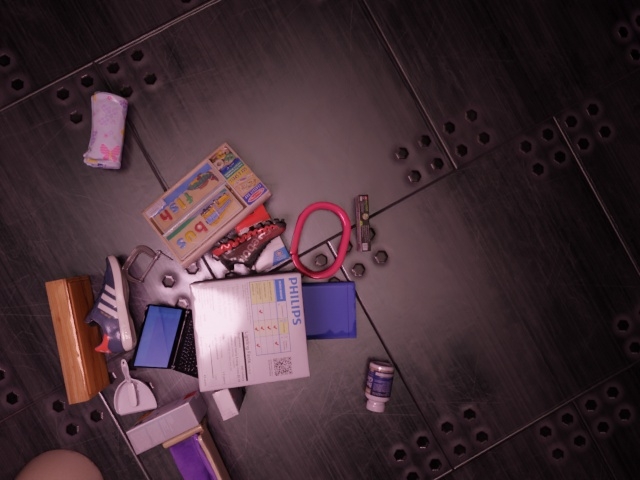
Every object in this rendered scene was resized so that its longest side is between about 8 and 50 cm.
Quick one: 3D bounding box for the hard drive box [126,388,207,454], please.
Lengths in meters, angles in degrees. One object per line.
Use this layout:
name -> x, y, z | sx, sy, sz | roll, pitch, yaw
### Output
hard drive box -> -0.534, 0.635, 1.808 | 0.232, 0.181, 0.089 | -25, 90, -4

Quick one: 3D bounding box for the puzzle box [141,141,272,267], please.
puzzle box -> -0.410, -0.131, 1.841 | 0.409, 0.052, 0.272 | -41, 73, -3

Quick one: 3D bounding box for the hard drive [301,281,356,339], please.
hard drive -> -0.028, 0.263, 1.907 | 0.319, 0.040, 0.210 | -2, 90, -3

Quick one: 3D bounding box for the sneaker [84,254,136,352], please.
sneaker -> -0.745, 0.220, 1.777 | 0.148, 0.131, 0.349 | -11, 70, -12

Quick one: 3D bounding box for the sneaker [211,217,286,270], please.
sneaker -> -0.234, 0.020, 1.792 | 0.276, 0.097, 0.135 | -26, 95, -2

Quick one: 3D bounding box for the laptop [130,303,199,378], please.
laptop -> -0.501, 0.369, 1.829 | 0.265, 0.136, 0.234 | 14, 89, 15

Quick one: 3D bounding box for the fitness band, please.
fitness band -> 0.000, 0.000, 1.908 | 0.209, 0.054, 0.290 | 15, 90, -6

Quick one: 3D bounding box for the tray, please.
tray -> -0.836, 0.332, 1.782 | 0.076, 0.203, 0.410 | -12, 90, -3

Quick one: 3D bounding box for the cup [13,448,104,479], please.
cup -> -0.946, 0.927, 1.756 | 0.332, 0.237, 0.330 | 0, 89, -4

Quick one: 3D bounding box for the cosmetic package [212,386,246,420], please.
cosmetic package -> -0.315, 0.535, 1.790 | 0.061, 0.239, 0.098 | -25, 91, -2

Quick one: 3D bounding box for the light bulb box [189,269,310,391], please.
light bulb box -> -0.240, 0.295, 1.749 | 0.362, 0.225, 0.357 | -5, 90, -9

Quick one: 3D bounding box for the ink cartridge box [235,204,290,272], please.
ink cartridge box -> -0.220, -0.012, 1.880 | 0.134, 0.078, 0.230 | -26, 91, -2

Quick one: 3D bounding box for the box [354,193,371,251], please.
box -> 0.155, -0.062, 1.883 | 0.036, 0.114, 0.206 | -3, 90, -3

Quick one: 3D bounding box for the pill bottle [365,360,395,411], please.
pill bottle -> 0.216, 0.539, 1.891 | 0.094, 0.094, 0.169 | 9, 89, -3

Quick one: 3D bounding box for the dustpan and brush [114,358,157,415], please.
dustpan and brush -> -0.689, 0.529, 1.859 | 0.148, 0.060, 0.211 | -11, 90, -3

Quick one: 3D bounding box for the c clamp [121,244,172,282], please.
c clamp -> -0.648, 0.092, 1.884 | 0.137, 0.022, 0.160 | 39, 89, -1

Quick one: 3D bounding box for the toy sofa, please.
toy sofa -> -0.414, 0.837, 1.815 | 0.150, 0.177, 0.362 | -25, 92, -3

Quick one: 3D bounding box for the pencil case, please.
pencil case -> -0.768, -0.390, 1.836 | 0.124, 0.113, 0.272 | 7, 89, -12
